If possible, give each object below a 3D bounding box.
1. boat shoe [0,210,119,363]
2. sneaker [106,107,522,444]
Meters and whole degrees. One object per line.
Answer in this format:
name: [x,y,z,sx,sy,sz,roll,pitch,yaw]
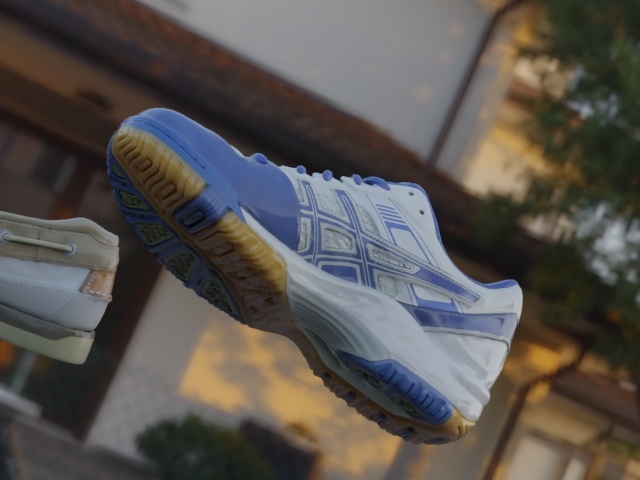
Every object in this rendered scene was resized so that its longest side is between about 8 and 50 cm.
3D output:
boat shoe: [-0.293,-0.013,1.242,0.302,0.103,0.113,23,0,-10]
sneaker: [0.000,0.000,1.089,0.296,0.131,0.112,40,-23,-18]
